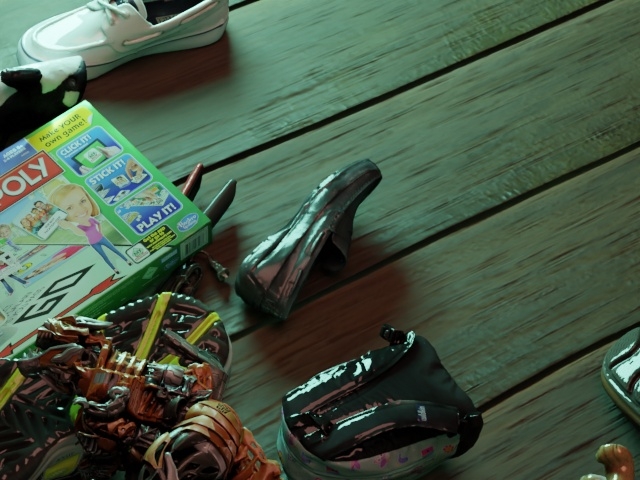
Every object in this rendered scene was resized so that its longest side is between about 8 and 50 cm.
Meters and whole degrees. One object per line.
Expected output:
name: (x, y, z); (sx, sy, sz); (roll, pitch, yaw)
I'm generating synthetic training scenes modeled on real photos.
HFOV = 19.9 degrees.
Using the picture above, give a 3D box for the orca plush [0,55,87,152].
orca plush: (-0.364, -0.122, 1.933); (0.287, 0.151, 0.102); (-19, 98, -52)

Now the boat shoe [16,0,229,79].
boat shoe: (-0.224, -0.256, 2.078); (0.258, 0.084, 0.095); (-21, 60, -25)

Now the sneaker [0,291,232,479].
sneaker: (-0.258, 0.180, 1.711); (0.385, 0.147, 0.145); (-17, 62, -1)

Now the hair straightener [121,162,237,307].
hair straightener: (-0.138, 0.020, 1.905); (0.089, 0.047, 0.230); (23, 52, 7)

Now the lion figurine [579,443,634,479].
lion figurine: (0.326, 0.345, 1.693); (0.392, 0.142, 0.240); (17, 59, -4)

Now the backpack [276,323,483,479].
backpack: (0.047, 0.182, 1.776); (0.182, 0.115, 0.152); (-20, 48, -23)

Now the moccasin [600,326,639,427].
moccasin: (0.449, 0.203, 1.827); (0.380, 0.147, 0.139); (23, 66, 30)

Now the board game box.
board game box: (-0.299, 0.010, 1.855); (0.317, 0.046, 0.213); (-36, 64, -24)

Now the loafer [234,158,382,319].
loafer: (0.000, 0.000, 1.936); (0.078, 0.076, 0.223); (37, 59, 11)

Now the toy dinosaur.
toy dinosaur: (-0.131, 0.192, 1.553); (0.322, 0.164, 0.218); (24, 61, 28)

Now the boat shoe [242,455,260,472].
boat shoe: (-0.027, 0.304, 1.680); (0.307, 0.110, 0.104); (29, 56, 24)
